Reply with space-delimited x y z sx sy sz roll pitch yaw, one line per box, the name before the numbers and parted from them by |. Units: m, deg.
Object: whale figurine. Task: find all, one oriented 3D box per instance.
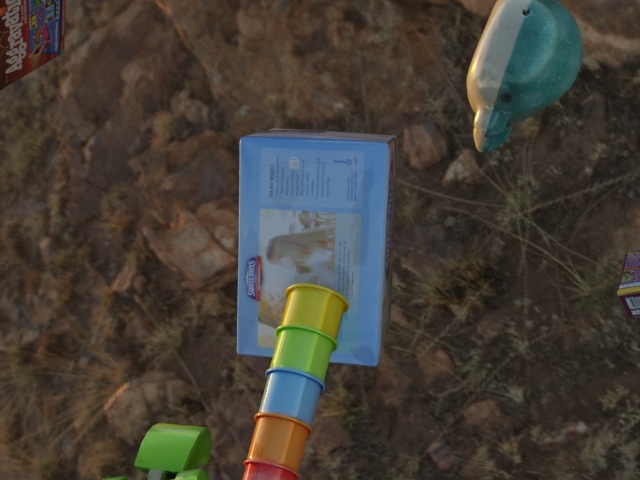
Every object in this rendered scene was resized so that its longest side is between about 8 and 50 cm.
whale figurine | 0.291 -0.229 1.130 0.141 0.272 0.216 19 63 13

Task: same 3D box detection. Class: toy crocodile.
toy crocodile | -0.160 0.337 0.768 0.115 0.105 0.340 -9 53 7

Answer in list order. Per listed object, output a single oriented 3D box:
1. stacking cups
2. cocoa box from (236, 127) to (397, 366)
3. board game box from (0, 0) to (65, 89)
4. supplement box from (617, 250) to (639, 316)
stacking cups | -0.035 0.218 1.048 0.096 0.096 0.316 -9 56 36
cocoa box | 0.000 0.000 1.263 0.232 0.228 0.346 3 101 8
board game box | -0.479 -0.367 1.272 0.027 0.281 0.145 45 60 5
supplement box | 0.407 0.051 0.970 0.055 0.043 0.083 -14 30 40
